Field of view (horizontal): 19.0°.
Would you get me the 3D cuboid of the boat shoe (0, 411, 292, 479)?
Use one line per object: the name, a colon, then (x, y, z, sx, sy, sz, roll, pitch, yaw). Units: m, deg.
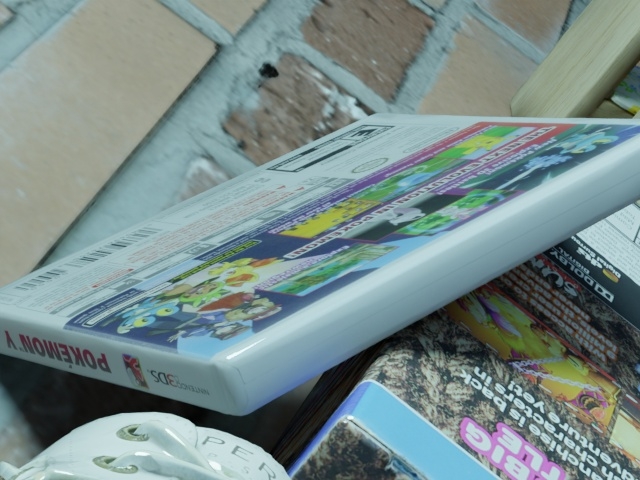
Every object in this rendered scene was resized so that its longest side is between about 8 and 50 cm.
boat shoe: (-0.047, 0.082, 0.461, 0.098, 0.096, 0.277, 45, -18, -4)

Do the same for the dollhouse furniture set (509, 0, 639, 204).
dollhouse furniture set: (0.347, 0.008, 1.049, 0.362, 0.256, 0.394, 27, 30, -22)

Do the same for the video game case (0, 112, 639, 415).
video game case: (0.000, 0.000, 0.682, 0.201, 0.183, 0.023, -26, 108, -30)

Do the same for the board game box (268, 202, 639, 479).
board game box: (0.098, 0.118, 0.706, 0.232, 0.141, 0.291, 39, 27, 1)
